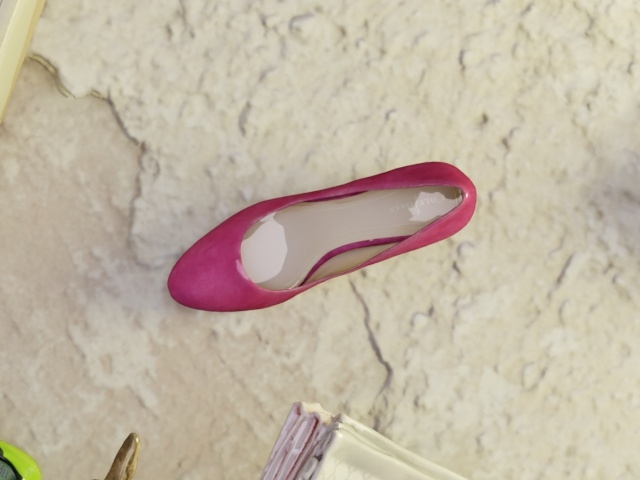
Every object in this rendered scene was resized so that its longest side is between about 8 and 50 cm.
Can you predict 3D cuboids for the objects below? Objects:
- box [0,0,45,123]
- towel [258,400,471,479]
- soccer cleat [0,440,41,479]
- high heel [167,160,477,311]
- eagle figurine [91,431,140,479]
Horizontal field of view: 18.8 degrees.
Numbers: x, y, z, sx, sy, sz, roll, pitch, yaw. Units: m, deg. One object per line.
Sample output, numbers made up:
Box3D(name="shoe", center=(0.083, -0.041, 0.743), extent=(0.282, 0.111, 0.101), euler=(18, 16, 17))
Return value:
Box3D(name="box", center=(-0.307, -0.131, 1.458), extent=(0.148, 0.121, 0.311), euler=(21, 88, -2))
Box3D(name="towel", center=(0.031, 0.305, 1.355), extent=(0.332, 0.053, 0.317), euler=(30, 82, -45))
Box3D(name="soccer cleat", center=(-0.299, 0.160, 1.474), extent=(0.178, 0.072, 0.060), euler=(17, 88, -1))
Box3D(name="high heel", center=(0.000, 0.000, 1.466), extent=(0.244, 0.117, 0.082), euler=(-13, 89, -2))
Box3D(name="eagle figurine", center=(-0.084, 0.304, 1.446), extent=(0.298, 0.225, 0.226), euler=(27, 132, -30))
